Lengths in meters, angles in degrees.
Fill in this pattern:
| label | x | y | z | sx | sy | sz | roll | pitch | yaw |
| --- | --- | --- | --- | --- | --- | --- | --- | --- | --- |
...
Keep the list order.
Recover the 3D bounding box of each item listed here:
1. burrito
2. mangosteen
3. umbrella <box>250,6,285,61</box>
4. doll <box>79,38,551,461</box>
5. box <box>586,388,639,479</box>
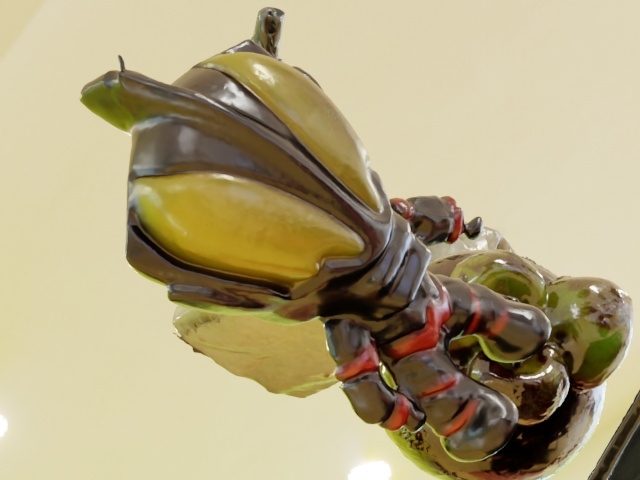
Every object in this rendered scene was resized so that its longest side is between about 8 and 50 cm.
| label | x | y | z | sx | sy | sz | roll | pitch | yaw |
| --- | --- | --- | --- | --- | --- | --- | --- | --- | --- |
| burrito | 0.035 | 0.041 | 1.233 | 0.190 | 0.135 | 0.332 | 34 | -34 | -26 |
| mangosteen | 0.120 | 0.083 | 0.897 | 0.172 | 0.172 | 0.184 | 13 | -22 | -36 |
| umbrella | -0.081 | -0.146 | 1.488 | 0.066 | 0.059 | 0.236 | 19 | -60 | 8 |
| doll | 0.002 | -0.002 | 0.614 | 0.248 | 0.127 | 0.088 | 40 | -61 | -18 |
| box | 0.236 | 0.234 | 0.697 | 0.204 | 0.345 | 0.251 | 28 | -78 | -1 |
